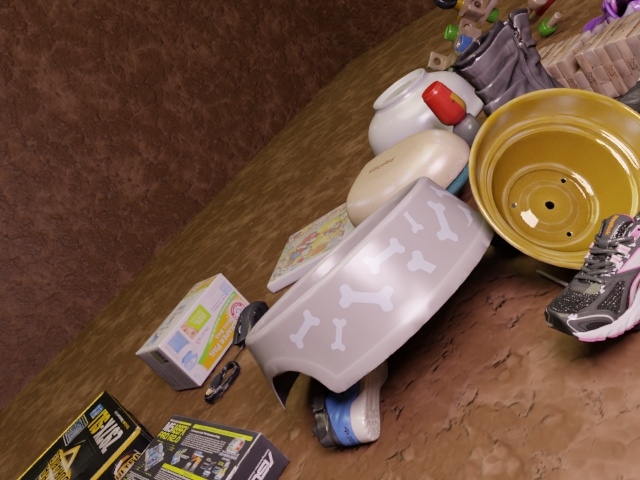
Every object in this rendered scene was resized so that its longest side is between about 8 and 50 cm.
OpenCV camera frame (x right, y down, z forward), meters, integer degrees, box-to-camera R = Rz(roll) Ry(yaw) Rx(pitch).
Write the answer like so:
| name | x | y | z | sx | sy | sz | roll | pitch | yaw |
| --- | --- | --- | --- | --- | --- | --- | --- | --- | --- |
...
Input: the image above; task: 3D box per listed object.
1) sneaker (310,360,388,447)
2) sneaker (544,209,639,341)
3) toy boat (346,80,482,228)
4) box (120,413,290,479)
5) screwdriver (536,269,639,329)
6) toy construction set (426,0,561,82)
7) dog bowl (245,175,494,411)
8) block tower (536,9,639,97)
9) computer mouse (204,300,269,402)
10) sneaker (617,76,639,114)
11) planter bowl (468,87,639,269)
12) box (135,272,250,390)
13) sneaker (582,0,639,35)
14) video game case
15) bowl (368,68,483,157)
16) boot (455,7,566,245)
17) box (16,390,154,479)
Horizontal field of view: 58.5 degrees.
| name | x | y | z | sx | sy | sz | roll | pitch | yaw |
| --- | --- | --- | --- | --- | --- | --- | --- | --- | --- |
| sneaker | 0.031 | 0.179 | 0.687 | 0.085 | 0.058 | 0.152 | -21 | 31 | 25 |
| sneaker | 0.264 | 0.017 | 0.516 | 0.178 | 0.077 | 0.072 | -33 | 20 | -23 |
| toy boat | 0.195 | -0.137 | 1.013 | 0.268 | 0.148 | 0.318 | -19 | 35 | 59 |
| box | -0.188 | 0.340 | 0.740 | 0.270 | 0.060 | 0.216 | -15 | 30 | 51 |
| screwdriver | 0.265 | 0.050 | 0.583 | 0.024 | 0.025 | 0.170 | -40 | 21 | 0 |
| toy construction set | 0.390 | -0.500 | 1.371 | 0.309 | 0.257 | 0.237 | -12 | -11 | -11 |
| dog bowl | 0.048 | 0.056 | 0.721 | 0.349 | 0.102 | 0.349 | -42 | 1 | 1 |
| block tower | 0.442 | -0.280 | 0.905 | 0.091 | 0.097 | 0.335 | -47 | 18 | -20 |
| computer mouse | -0.157 | 0.193 | 1.051 | 0.071 | 0.041 | 0.242 | -27 | 23 | 33 |
| sneaker | 0.409 | -0.155 | 0.680 | 0.106 | 0.078 | 0.234 | -45 | 1 | 15 |
| planter bowl | 0.271 | -0.056 | 0.646 | 0.217 | 0.217 | 0.090 | -44 | -19 | -12 |
| box | -0.240 | 0.178 | 1.128 | 0.103 | 0.114 | 0.203 | -23 | 25 | 46 |
| sneaker | 0.514 | -0.377 | 0.970 | 0.095 | 0.104 | 0.236 | -38 | 17 | 12 |
| video game case | 0.000 | 0.000 | 1.216 | 0.227 | 0.026 | 0.206 | -31 | 20 | 27 |
| bowl | 0.217 | -0.300 | 1.324 | 0.298 | 0.134 | 0.297 | -35 | 20 | 15 |
| boot | 0.253 | -0.166 | 0.795 | 0.118 | 0.222 | 0.338 | -21 | 26 | 43 |
| box | -0.423 | 0.412 | 1.004 | 0.257 | 0.079 | 0.322 | -46 | 19 | -23 |
